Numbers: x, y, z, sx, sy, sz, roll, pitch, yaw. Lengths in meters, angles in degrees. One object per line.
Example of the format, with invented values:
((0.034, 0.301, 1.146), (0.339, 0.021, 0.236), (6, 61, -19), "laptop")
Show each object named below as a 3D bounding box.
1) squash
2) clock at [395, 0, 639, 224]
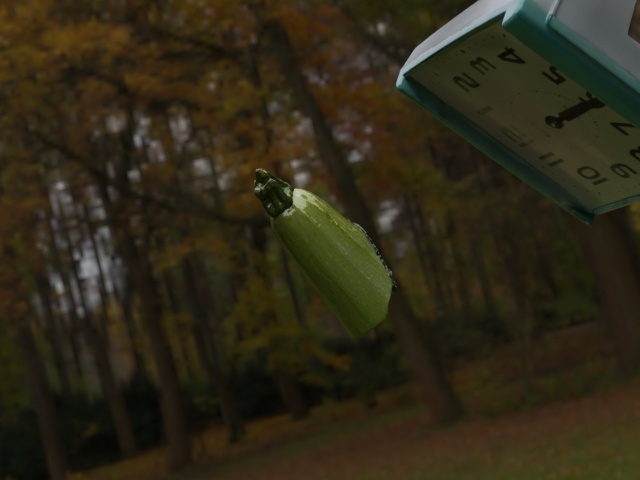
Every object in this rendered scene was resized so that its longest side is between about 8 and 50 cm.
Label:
((0.003, -0.001, 1.589), (0.075, 0.200, 0.090), (-40, 9, -16), "squash")
((0.242, -0.146, 1.486), (0.262, 0.116, 0.231), (35, -25, -15), "clock")
